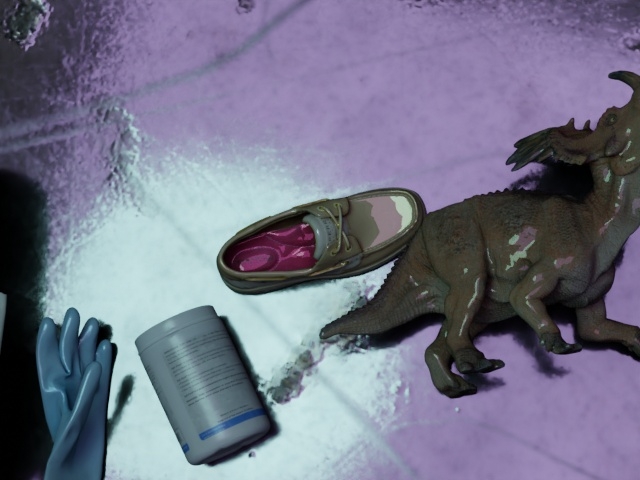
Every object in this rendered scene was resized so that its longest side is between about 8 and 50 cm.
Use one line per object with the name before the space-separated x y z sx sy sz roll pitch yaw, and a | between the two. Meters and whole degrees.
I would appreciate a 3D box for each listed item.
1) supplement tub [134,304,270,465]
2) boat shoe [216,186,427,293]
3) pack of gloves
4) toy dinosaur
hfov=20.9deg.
supplement tub | -0.090 0.111 1.321 0.071 0.071 0.107 -25 80 2
boat shoe | 0.000 0.000 1.333 0.170 0.059 0.063 -20 80 3
pack of gloves | -0.215 0.154 1.269 0.046 0.195 0.232 -4 79 36
toy dinosaur | 0.143 0.000 1.290 0.295 0.127 0.200 -14 75 14
